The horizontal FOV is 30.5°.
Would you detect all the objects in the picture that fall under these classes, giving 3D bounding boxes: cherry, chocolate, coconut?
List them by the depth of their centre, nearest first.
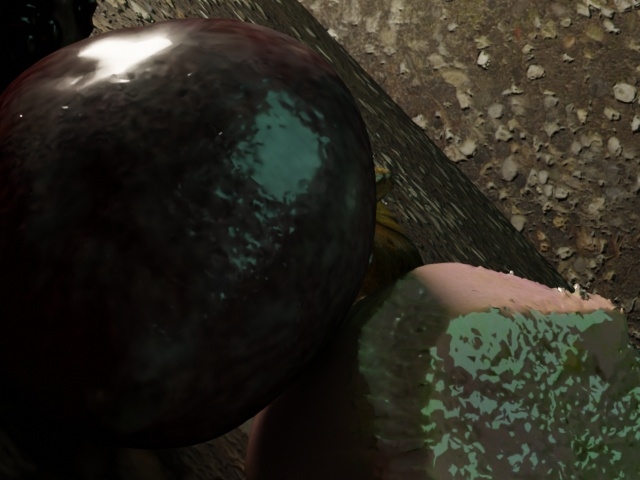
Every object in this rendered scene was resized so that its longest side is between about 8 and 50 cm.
[{"bbox_3d":[-0.085,-0.005,0.646,0.300,0.230,0.203,-83,175,-49],"label":"cherry"},{"bbox_3d":[0.075,0.137,0.713,0.233,0.245,0.233,10,66,-23],"label":"coconut"},{"bbox_3d":[-0.223,-0.144,0.858,0.156,0.156,0.133,-66,142,-74],"label":"chocolate"}]

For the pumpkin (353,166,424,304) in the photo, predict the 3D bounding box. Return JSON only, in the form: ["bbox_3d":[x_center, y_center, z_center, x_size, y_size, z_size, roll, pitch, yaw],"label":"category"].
[{"bbox_3d":[0.000,0.000,0.988,0.219,0.162,0.219,43,11,-11],"label":"pumpkin"}]
